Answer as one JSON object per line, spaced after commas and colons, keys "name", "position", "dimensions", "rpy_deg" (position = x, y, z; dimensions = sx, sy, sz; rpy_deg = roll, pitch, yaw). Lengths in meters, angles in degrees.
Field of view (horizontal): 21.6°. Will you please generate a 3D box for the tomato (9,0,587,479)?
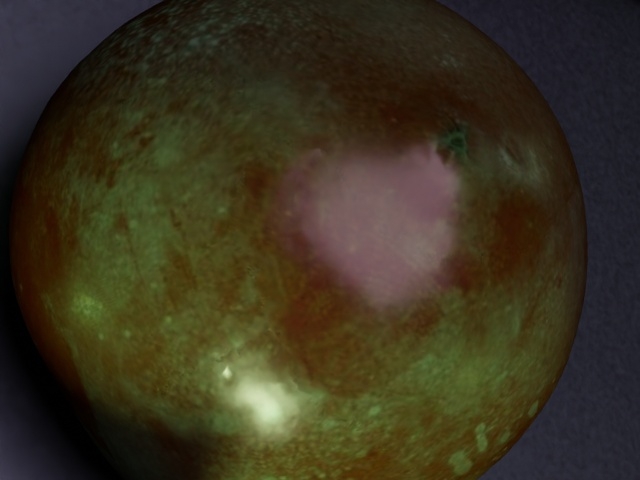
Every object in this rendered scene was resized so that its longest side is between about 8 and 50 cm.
{"name": "tomato", "position": [0.000, 0.000, 0.773], "dimensions": [0.270, 0.223, 0.270], "rpy_deg": [13, 67, -32]}
